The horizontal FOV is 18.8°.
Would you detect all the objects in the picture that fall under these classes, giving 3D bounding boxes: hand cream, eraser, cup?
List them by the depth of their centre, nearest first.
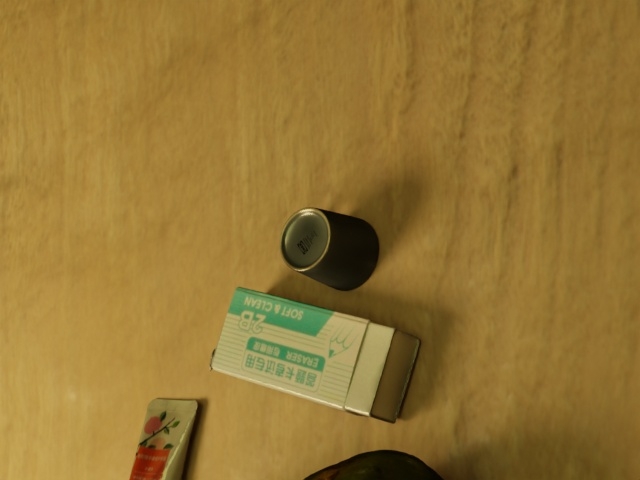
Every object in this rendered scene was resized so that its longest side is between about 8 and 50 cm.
[{"bbox_3d":[-0.009,0.116,1.980,0.225,0.052,0.096,13,83,41],"label":"eraser"},{"bbox_3d":[0.000,0.000,1.989,0.100,0.077,0.078,42,104,38],"label":"cup"},{"bbox_3d":[-0.184,0.284,2.082,0.080,0.050,0.234,-1,71,42],"label":"hand cream"}]

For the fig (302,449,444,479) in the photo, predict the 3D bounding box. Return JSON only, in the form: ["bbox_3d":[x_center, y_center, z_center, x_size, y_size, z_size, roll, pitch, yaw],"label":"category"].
[{"bbox_3d":[0.052,0.323,1.815,0.195,0.195,0.245,-1,109,38],"label":"fig"}]
